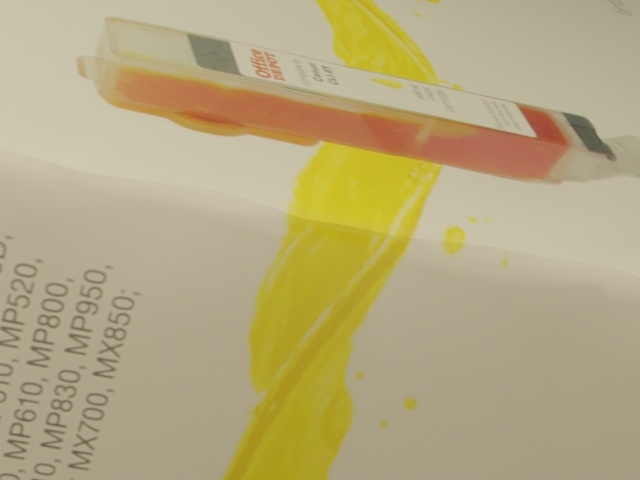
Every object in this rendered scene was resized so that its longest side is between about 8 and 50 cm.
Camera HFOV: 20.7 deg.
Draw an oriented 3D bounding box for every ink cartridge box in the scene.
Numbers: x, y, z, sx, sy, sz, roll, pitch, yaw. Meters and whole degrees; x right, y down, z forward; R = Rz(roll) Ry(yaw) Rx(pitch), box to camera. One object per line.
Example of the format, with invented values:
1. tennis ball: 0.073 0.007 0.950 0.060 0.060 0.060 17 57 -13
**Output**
1. ink cartridge box: 0.000 0.000 0.571 0.385 0.160 0.279 10 27 -15
